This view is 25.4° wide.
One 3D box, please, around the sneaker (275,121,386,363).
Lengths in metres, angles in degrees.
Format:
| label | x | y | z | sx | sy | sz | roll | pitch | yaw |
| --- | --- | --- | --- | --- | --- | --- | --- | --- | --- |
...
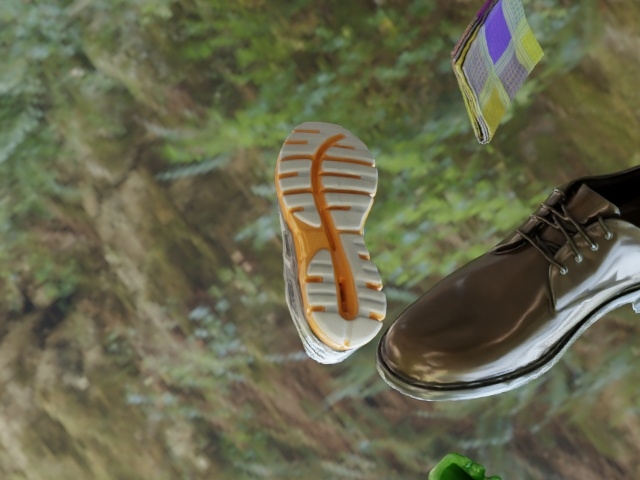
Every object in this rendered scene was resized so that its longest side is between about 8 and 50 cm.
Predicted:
| label | x | y | z | sx | sy | sz | roll | pitch | yaw |
| --- | --- | --- | --- | --- | --- | --- | --- | --- | --- |
| sneaker | 0.000 | 0.000 | 1.137 | 0.084 | 0.215 | 0.083 | 5 | 150 | -12 |

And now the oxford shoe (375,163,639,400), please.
| label | x | y | z | sx | sy | sz | roll | pitch | yaw |
| --- | --- | --- | --- | --- | --- | --- | --- | --- | --- |
| oxford shoe | 0.126 | 0.011 | 0.793 | 0.227 | 0.083 | 0.096 | -29 | 141 | -20 |

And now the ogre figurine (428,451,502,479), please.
| label | x | y | z | sx | sy | sz | roll | pitch | yaw |
| --- | --- | --- | --- | --- | --- | --- | --- | --- | --- |
| ogre figurine | 0.114 | 0.183 | 0.614 | 0.097 | 0.197 | 0.118 | -23 | 180 | 14 |

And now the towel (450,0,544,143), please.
| label | x | y | z | sx | sy | sz | roll | pitch | yaw |
| --- | --- | --- | --- | --- | --- | --- | --- | --- | --- |
| towel | 0.096 | -0.098 | 0.765 | 0.009 | 0.060 | 0.083 | 4 | -136 | 36 |
